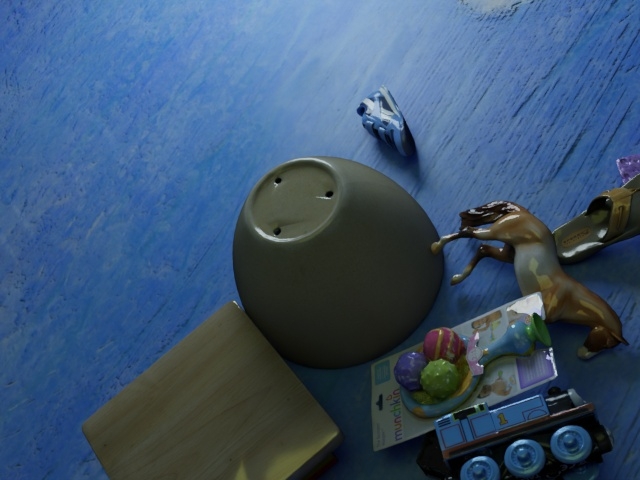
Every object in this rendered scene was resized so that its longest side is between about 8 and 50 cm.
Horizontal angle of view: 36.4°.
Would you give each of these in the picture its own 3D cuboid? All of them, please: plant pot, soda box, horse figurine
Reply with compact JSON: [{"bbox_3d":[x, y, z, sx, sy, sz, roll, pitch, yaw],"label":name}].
[{"bbox_3d":[0.000,0.000,1.263,0.284,0.191,0.284,-11,56,16],"label":"plant pot"},{"bbox_3d":[0.198,0.256,1.096,0.169,0.053,0.060,12,63,29],"label":"soda box"},{"bbox_3d":[0.245,0.044,1.203,0.175,0.066,0.263,-27,57,16],"label":"horse figurine"}]

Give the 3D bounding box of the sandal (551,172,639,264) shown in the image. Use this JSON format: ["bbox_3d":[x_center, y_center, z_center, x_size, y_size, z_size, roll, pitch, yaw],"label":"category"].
[{"bbox_3d":[0.353,-0.032,1.194,0.180,0.049,0.072,-33,48,23],"label":"sandal"}]

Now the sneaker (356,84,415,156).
[{"bbox_3d":[0.096,-0.165,1.418,0.059,0.053,0.144,-27,44,4],"label":"sneaker"}]

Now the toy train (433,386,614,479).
[{"bbox_3d":[0.213,0.217,1.033,0.184,0.080,0.105,-21,46,9],"label":"toy train"}]

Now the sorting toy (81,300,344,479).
[{"bbox_3d":[-0.128,0.251,1.217,0.257,0.089,0.255,-40,52,-5],"label":"sorting toy"}]

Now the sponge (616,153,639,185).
[{"bbox_3d":[0.486,-0.080,1.206,0.210,0.031,0.117,-17,53,14],"label":"sponge"}]

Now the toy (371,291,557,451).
[{"bbox_3d":[0.150,0.140,1.130,0.237,0.056,0.136,-24,36,21],"label":"toy"}]
